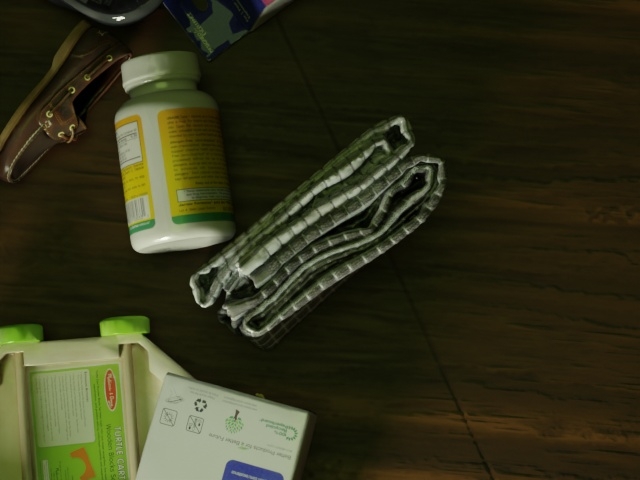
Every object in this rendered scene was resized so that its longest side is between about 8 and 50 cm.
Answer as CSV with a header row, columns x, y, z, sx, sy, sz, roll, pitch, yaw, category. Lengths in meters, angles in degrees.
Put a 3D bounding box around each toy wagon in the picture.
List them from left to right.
x,y,z,sx,sy,sz,roll,pitch,yaw,category
-0.224,0.219,1.851,0.344,0.068,0.267,-5,84,-1,toy wagon

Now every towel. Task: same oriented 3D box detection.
x,y,z,sx,sy,sz,roll,pitch,yaw,category
0.000,0.000,1.793,0.283,0.235,0.121,-39,91,-4,towel

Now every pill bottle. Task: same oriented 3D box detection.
x,y,z,sx,sy,sz,roll,pitch,yaw,category
-0.164,-0.097,1.860,0.117,0.117,0.208,-9,84,-1,pill bottle

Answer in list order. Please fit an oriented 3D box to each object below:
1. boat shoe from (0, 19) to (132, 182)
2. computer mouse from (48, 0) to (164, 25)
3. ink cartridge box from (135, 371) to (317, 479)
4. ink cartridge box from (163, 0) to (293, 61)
x,y,z,sx,sy,sz,roll,pitch,yaw,category
-0.290,-0.147,1.887,0.073,0.073,0.207,33,85,5,boat shoe
-0.277,-0.331,1.915,0.272,0.072,0.188,31,87,16,computer mouse
-0.125,0.318,1.763,0.165,0.065,0.333,15,83,11,ink cartridge box
-0.033,-0.384,1.921,0.371,0.069,0.176,-37,85,-1,ink cartridge box
